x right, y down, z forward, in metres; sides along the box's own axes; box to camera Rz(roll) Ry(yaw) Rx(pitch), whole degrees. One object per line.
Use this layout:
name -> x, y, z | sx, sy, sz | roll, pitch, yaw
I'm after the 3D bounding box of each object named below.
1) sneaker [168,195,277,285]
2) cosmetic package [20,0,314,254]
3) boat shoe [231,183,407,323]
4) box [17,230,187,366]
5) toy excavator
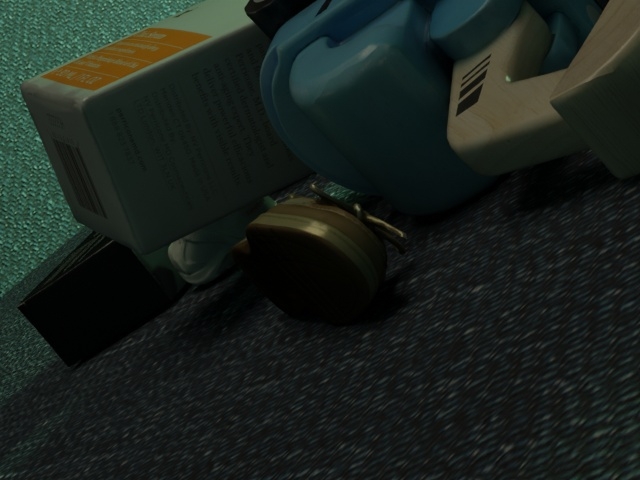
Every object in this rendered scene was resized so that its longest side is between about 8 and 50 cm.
sneaker -> -0.110, -0.026, 1.869 | 0.090, 0.115, 0.232 | -43, 11, -30
cosmetic package -> -0.038, -0.165, 1.733 | 0.453, 0.161, 0.230 | -27, 18, -19
boat shoe -> 0.000, 0.000, 1.387 | 0.089, 0.104, 0.285 | -43, 10, -12
box -> -0.211, 0.015, 2.089 | 0.184, 0.103, 0.261 | -35, 9, 32
toy excavator -> 0.121, -0.127, 1.379 | 0.433, 0.222, 0.445 | -31, 26, 31
